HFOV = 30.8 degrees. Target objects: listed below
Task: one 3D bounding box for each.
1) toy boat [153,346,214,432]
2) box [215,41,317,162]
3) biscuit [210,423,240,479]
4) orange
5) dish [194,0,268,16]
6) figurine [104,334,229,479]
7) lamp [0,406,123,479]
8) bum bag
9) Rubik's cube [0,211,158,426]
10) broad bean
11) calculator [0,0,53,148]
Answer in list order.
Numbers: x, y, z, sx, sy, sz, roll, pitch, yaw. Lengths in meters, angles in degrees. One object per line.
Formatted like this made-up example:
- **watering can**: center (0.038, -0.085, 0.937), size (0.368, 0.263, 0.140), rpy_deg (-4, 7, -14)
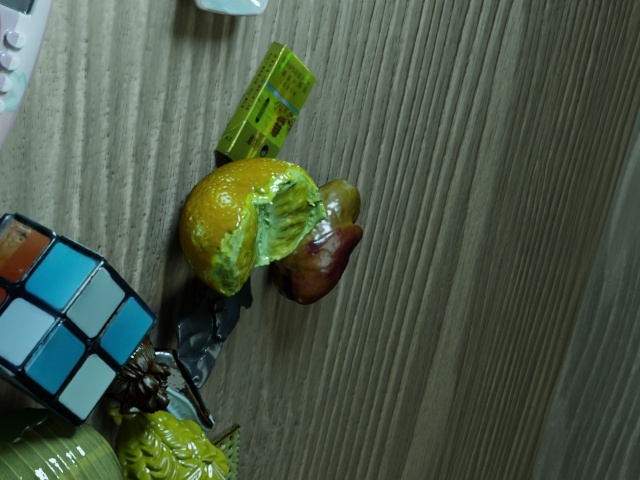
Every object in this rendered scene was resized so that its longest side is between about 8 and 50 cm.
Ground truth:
- **toy boat**: center (-0.251, 0.248, 1.799), size (0.115, 0.114, 0.262), rpy_deg (-23, 139, -2)
- **box**: center (-0.083, -0.199, 1.814), size (0.193, 0.030, 0.121), rpy_deg (-63, 150, -6)
- **biscuit**: center (-0.196, 0.455, 2.110), size (0.139, 0.016, 0.231), rpy_deg (-30, 134, -46)
- **orange**: center (-0.118, -0.028, 1.748), size (0.237, 0.158, 0.179), rpy_deg (-38, 144, -36)
- **dish**: center (-0.116, -0.426, 1.565), size (0.154, 0.064, 0.234), rpy_deg (-8, 119, -56)
- **figurine**: center (-0.259, 0.240, 1.632), size (0.187, 0.168, 0.315), rpy_deg (-23, 122, -11)
- **lamp**: center (-0.390, 0.355, 1.503), size (0.284, 0.250, 0.250), rpy_deg (-39, 141, -35)
- **bum bag**: center (-0.163, 0.117, 1.838), size (0.248, 0.060, 0.123), rpy_deg (-69, 157, -50)
- **Rubik's cube**: center (-0.346, 0.098, 1.457), size (0.183, 0.180, 0.167), rpy_deg (-58, 150, -17)
- **broad bean**: center (0.003, 0.002, 2.002), size (0.228, 0.122, 0.156), rpy_deg (-56, 147, -10)
- **calculator**: center (-0.397, -0.218, 1.265), size (0.220, 0.048, 0.329), rpy_deg (15, 92, -61)
